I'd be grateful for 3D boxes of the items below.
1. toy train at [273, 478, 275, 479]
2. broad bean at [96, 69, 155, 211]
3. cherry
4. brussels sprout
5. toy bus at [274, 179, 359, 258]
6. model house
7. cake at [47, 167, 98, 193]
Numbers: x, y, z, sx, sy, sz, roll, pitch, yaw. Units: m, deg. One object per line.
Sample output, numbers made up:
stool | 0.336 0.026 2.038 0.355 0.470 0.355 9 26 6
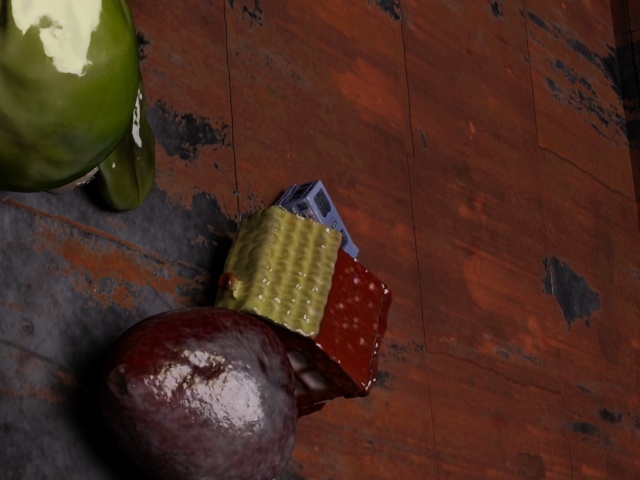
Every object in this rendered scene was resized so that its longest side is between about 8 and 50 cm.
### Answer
toy train | -0.110 0.329 2.159 0.234 0.051 0.052 -17 95 -59
broad bean | -0.257 -0.140 2.110 0.153 0.072 0.207 -11 86 -62
cherry | -0.146 0.188 2.020 0.300 0.203 0.230 21 66 -44
brussels sprout | -0.346 -0.209 1.833 0.268 0.344 0.344 -39 114 -19
toy bus | 0.000 0.000 2.455 0.167 0.076 0.073 61 34 -19
model house | -0.040 0.084 2.278 0.254 0.160 0.196 47 41 -35
cake | -0.311 -0.123 2.038 0.052 0.065 0.121 20 54 -56
